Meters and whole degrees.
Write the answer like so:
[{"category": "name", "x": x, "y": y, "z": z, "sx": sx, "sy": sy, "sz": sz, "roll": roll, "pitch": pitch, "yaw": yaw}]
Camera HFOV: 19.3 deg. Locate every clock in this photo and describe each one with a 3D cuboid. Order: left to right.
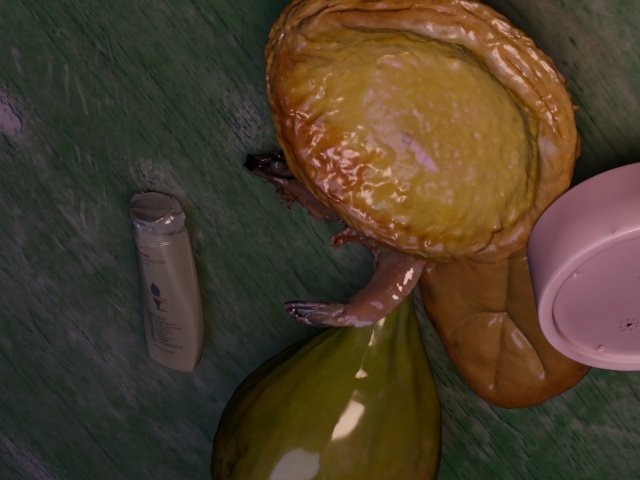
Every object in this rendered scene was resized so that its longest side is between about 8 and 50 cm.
[{"category": "clock", "x": 0.268, "y": 0.023, "z": 1.523, "sx": 0.196, "sy": 0.068, "sz": 0.197, "roll": -4, "pitch": 141, "yaw": -3}]

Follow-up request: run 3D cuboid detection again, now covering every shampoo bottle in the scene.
[{"category": "shampoo bottle", "x": -0.161, "y": 0.045, "z": 1.963, "sx": 0.072, "sy": 0.049, "sz": 0.212, "roll": 19, "pitch": 136, "yaw": 29}]

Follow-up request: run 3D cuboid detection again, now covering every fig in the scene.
[{"category": "fig", "x": 0.000, "y": 0.168, "z": 1.815, "sx": 0.233, "sy": 0.233, "sz": 0.314, "roll": 16, "pitch": 135, "yaw": 26}]

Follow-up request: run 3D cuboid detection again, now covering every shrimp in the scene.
[{"category": "shrimp", "x": 0.000, "y": 0.000, "z": 1.742, "sx": 0.219, "sy": 0.152, "sz": 0.046, "roll": 29, "pitch": -178, "yaw": 28}]

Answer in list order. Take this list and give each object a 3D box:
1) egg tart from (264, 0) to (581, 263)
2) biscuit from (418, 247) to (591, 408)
[{"category": "egg tart", "x": 0.092, "y": -0.114, "z": 1.570, "sx": 0.294, "sy": 0.123, "sz": 0.294, "roll": 19, "pitch": 133, "yaw": 21}, {"category": "biscuit", "x": 0.171, "y": 0.060, "z": 1.729, "sx": 0.203, "sy": 0.041, "sz": 0.260, "roll": 21, "pitch": 135, "yaw": 20}]
